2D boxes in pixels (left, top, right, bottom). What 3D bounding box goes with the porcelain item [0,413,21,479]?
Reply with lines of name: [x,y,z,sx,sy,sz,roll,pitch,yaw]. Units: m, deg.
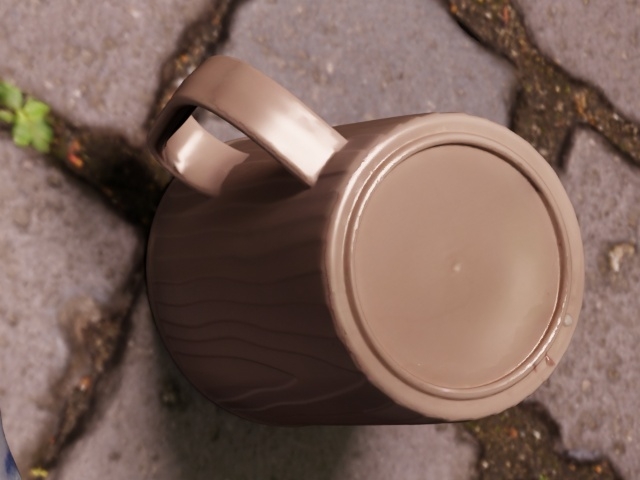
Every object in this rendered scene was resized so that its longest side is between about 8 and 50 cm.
porcelain item: [-0.264,0.048,1.265,0.141,0.141,0.259,-24,105,-34]

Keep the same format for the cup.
cup: [0.016,-0.006,1.373,0.208,0.273,0.288,-22,98,-27]
